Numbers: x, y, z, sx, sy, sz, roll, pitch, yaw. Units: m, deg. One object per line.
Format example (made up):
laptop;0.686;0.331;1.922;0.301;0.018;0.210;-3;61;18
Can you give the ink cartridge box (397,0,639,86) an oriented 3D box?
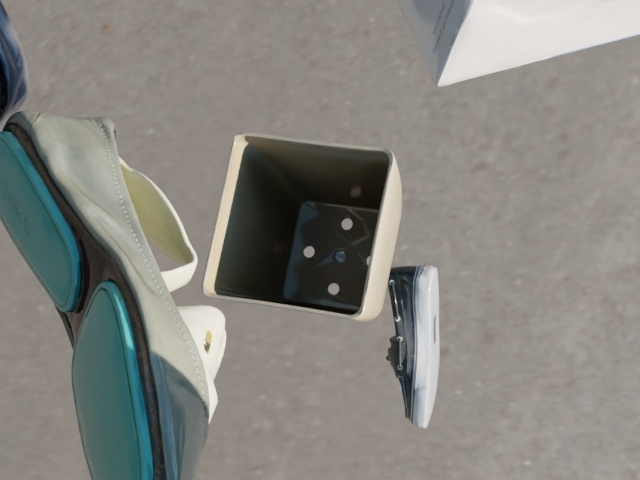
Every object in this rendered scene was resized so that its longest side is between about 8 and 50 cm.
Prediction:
ink cartridge box;0.060;-0.155;0.602;0.104;0.060;0.180;-15;67;-16

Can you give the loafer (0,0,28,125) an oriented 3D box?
loafer;-0.249;-0.164;0.776;0.302;0.109;0.095;58;37;-19

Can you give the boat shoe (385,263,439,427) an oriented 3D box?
boat shoe;0.075;0.086;1.375;0.049;0.040;0.142;-46;139;-67

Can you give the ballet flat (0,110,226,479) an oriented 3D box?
ballet flat;-0.072;0.025;0.653;0.068;0.072;0.213;-3;47;-30

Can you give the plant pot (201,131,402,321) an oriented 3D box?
plant pot;0.000;0.000;1.079;0.096;0.109;0.109;36;64;-67
